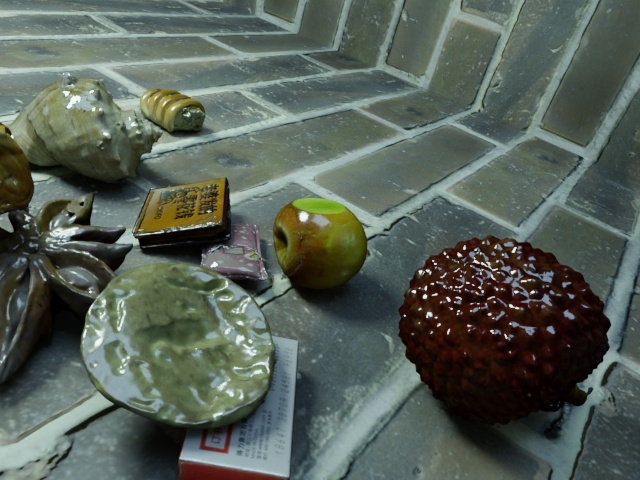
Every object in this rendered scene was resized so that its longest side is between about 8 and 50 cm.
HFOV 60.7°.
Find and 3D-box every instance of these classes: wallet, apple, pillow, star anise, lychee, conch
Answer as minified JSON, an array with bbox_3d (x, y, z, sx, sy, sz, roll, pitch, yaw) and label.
[{"bbox_3d":[-0.241,-0.057,0.983,0.161,0.042,0.195,-5,34,-4],"label":"wallet"},{"bbox_3d":[0.000,0.006,0.942,0.147,0.146,0.163,-7,22,-23],"label":"apple"},{"bbox_3d":[-0.155,0.018,0.949,0.118,0.043,0.185,3,30,-11],"label":"pillow"},{"bbox_3d":[-0.386,0.033,0.742,0.349,0.109,0.292,26,38,20],"label":"star anise"},{"bbox_3d":[0.256,0.130,0.764,0.300,0.264,0.264,40,34,4],"label":"lychee"},{"bbox_3d":[-0.475,-0.230,1.077,0.324,0.186,0.263,14,9,-10],"label":"conch"}]

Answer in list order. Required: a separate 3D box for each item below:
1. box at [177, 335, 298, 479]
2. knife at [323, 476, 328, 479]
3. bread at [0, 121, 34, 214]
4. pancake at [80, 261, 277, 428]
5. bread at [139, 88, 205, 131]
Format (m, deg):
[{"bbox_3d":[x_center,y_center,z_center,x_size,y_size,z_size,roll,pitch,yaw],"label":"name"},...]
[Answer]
[{"bbox_3d":[-0.092,0.204,0.668,0.123,0.050,0.229,11,31,-7],"label":"box"},{"bbox_3d":[0.093,0.355,0.549,0.047,0.017,0.298,-12,37,-43],"label":"knife"},{"bbox_3d":[-0.535,-0.086,0.695,0.344,0.149,0.195,-2,17,30],"label":"bread"},{"bbox_3d":[-0.167,0.123,0.653,0.241,0.050,0.242,18,35,-13],"label":"pancake"},{"bbox_3d":[-0.371,-0.328,1.365,0.177,0.084,0.119,28,31,26],"label":"bread"}]
